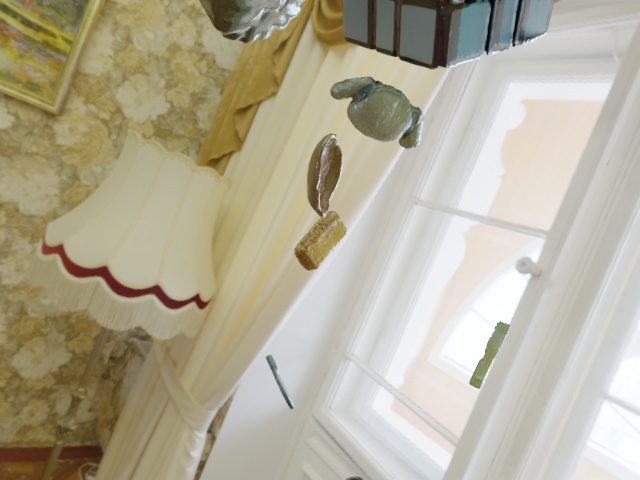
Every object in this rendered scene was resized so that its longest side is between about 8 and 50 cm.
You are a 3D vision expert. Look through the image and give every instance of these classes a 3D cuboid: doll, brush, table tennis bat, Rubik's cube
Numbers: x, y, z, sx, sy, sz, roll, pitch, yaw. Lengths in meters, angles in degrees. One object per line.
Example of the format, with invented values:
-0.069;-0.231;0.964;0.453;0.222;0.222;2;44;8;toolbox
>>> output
0.117;-0.243;0.839;0.214;0.103;0.071;26;43;-23;doll
0.413;0.279;1.086;0.033;0.178;0.030;31;-8;-6;brush
-0.097;0.332;1.046;0.155;0.019;0.100;52;-13;47;table tennis bat
0.218;-0.490;0.757;0.289;0.283;0.294;-26;41;-24;Rubik's cube

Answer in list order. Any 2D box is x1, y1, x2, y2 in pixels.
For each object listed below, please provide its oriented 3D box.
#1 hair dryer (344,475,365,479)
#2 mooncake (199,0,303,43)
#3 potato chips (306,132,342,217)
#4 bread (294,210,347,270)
0.152;0.408;0.559;0.272;0.091;0.235;5;-48;35;hair dryer
-0.207;-0.802;1.389;0.194;0.357;0.356;62;9;7;mooncake
0.001;-0.165;1.104;0.062;0.207;0.195;10;18;15;potato chips
0.000;0.000;1.493;0.083;0.211;0.113;7;-42;49;bread
